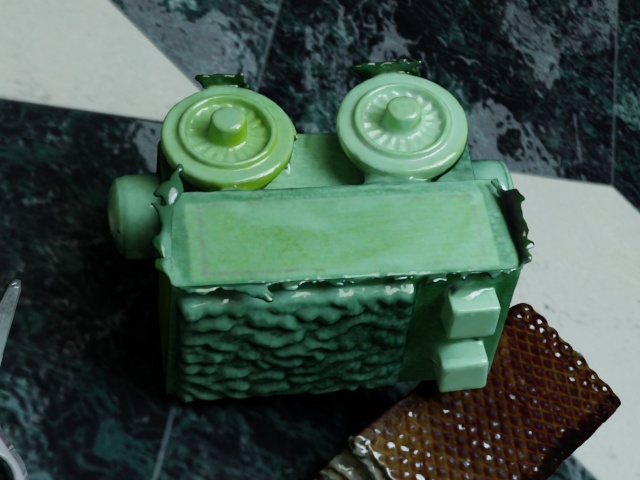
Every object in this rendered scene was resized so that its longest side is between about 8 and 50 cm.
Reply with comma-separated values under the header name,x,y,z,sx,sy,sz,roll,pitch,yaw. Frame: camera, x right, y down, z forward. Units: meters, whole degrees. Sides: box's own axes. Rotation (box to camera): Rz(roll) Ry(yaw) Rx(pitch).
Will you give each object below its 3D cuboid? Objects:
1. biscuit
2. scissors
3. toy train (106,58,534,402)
name,x,y,z,sx,sy,sz,roll,pitch,yaw
biscuit,0.099,0.139,1.186,0.106,0.070,0.252,47,41,10
scissors,-0.204,0.088,1.045,0.100,0.015,0.189,26,41,-13
toy train,0.000,0.000,1.136,0.271,0.159,0.188,-3,53,-10
